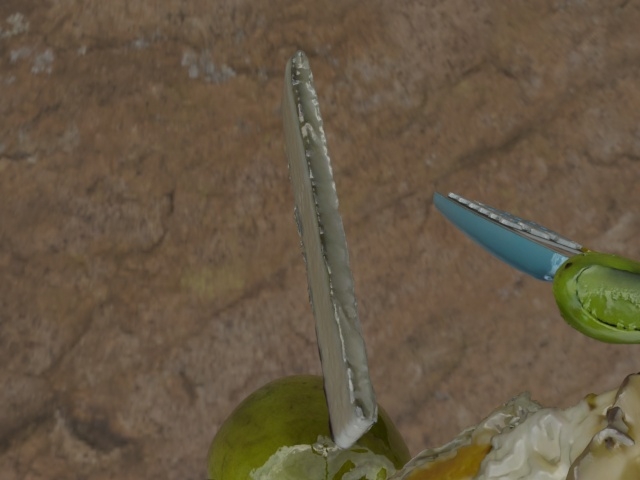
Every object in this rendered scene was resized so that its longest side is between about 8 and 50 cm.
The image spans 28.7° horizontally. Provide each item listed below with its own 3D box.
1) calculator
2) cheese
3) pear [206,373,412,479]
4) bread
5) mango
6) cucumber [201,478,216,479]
[{"bbox_3d":[0.310,0.006,1.795,0.256,0.386,0.054,18,102,-25],"label":"calculator"},{"bbox_3d":[0.003,-0.001,1.199,0.034,0.400,0.085,-2,151,-16],"label":"cheese"},{"bbox_3d":[-0.016,0.298,1.597,0.252,0.307,0.253,-1,92,-22],"label":"pear"},{"bbox_3d":[0.233,0.361,1.138,0.361,0.250,0.394,-34,91,21],"label":"bread"},{"bbox_3d":[0.317,0.066,1.297,0.165,0.074,0.091,22,99,-8],"label":"mango"},{"bbox_3d":[-0.082,0.317,1.308,0.056,0.056,0.250,-21,132,5],"label":"cucumber"}]
